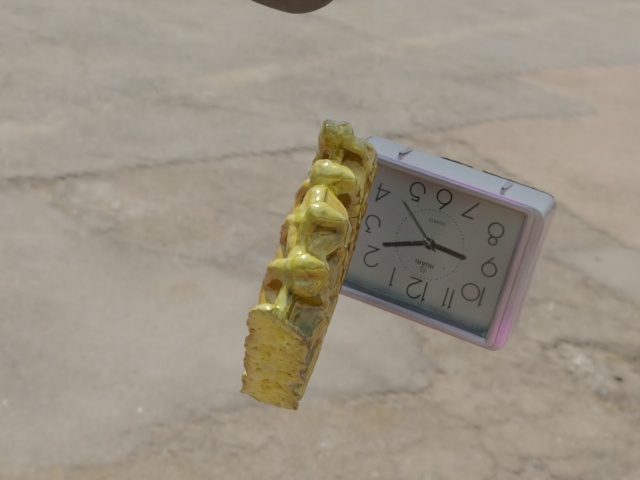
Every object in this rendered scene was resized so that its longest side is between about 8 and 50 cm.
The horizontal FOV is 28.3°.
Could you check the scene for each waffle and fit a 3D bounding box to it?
[{"bbox_3d":[-0.001,0.000,1.004,0.057,0.229,0.219,18,63,3],"label":"waffle"}]

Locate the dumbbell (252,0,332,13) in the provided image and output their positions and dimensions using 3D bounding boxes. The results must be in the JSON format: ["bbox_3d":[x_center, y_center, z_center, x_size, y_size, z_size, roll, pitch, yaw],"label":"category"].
[{"bbox_3d":[-0.031,-0.404,1.589,0.140,0.124,0.226,14,57,-15],"label":"dumbbell"}]

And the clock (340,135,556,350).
[{"bbox_3d":[0.106,0.000,1.191,0.197,0.150,0.063,20,20,14],"label":"clock"}]
